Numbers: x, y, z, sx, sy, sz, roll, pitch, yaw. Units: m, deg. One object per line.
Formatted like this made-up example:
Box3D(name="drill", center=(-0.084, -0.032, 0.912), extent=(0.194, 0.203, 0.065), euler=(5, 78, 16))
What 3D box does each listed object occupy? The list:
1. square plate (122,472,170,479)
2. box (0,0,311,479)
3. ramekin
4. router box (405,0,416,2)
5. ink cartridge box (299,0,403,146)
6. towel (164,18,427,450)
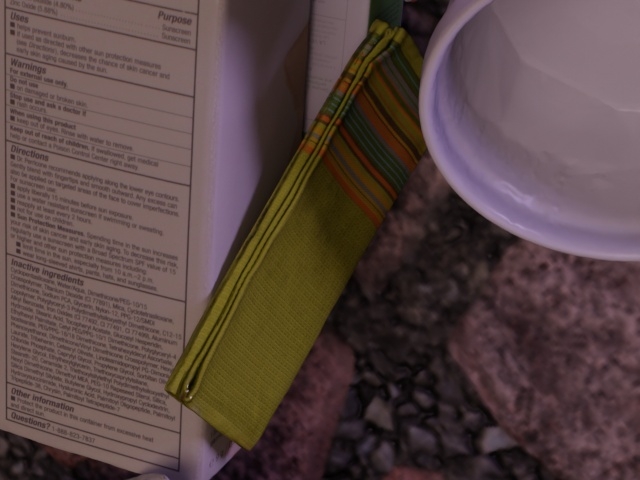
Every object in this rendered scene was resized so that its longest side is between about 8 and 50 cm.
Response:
Box3D(name="square plate", center=(-0.112, 0.322, 1.209), extent=(0.344, 0.049, 0.347), euler=(-24, 84, 64))
Box3D(name="box", center=(-0.097, -0.035, 1.110), extent=(0.148, 0.121, 0.311), euler=(16, 118, 19))
Box3D(name="ramekin", center=(0.159, -0.096, 1.020), extent=(0.207, 0.109, 0.207), euler=(7, 138, 7))
Box3D(name="router box", center=(0.040, -0.340, 0.960), extent=(0.301, 0.082, 0.335), euler=(-44, 87, -3))
Box3D(name="ink cartridge box", center=(-0.016, -0.098, 1.155), extent=(0.109, 0.062, 0.209), euler=(14, 117, 18))
Box3D(name="towel", center=(0.000, 0.000, 1.098), extent=(0.021, 0.102, 0.237), euler=(23, 78, 34))
